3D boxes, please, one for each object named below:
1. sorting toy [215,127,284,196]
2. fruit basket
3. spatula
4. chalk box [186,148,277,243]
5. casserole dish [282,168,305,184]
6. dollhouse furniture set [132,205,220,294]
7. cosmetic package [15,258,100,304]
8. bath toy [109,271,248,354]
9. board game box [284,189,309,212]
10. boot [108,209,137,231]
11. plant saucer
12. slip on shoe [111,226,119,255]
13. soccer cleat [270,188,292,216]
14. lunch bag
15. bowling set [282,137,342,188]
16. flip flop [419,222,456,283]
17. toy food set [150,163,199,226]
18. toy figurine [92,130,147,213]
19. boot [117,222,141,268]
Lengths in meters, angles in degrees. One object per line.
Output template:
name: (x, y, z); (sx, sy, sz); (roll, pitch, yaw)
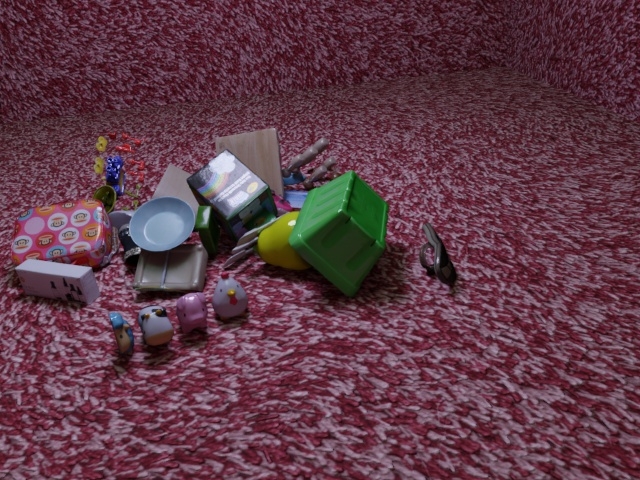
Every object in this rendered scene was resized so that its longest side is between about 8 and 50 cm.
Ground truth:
sorting toy: (-0.256, -0.275, 2.117); (0.255, 0.257, 0.089); (-5, 1, 20)
fruit basket: (0.000, 0.000, 1.638); (0.392, 0.283, 0.392); (-45, 14, 14)
spatula: (-0.191, -0.006, 1.733); (0.019, 0.168, 0.242); (46, 44, 14)
chalk box: (-0.264, -0.121, 1.814); (0.180, 0.179, 0.289); (-41, 65, -15)
casserole dish: (-0.156, -0.266, 2.313); (0.188, 0.037, 0.114); (-7, 29, -5)
dollhouse furniture set: (-0.434, 0.052, 1.708); (0.197, 0.151, 0.302); (1, 58, 1)
cosmetic package: (-0.769, 0.120, 1.627); (0.238, 0.099, 0.060); (5, 29, 20)
bath toy: (-0.349, 0.179, 1.418); (0.348, 0.129, 0.151); (-18, 30, -24)
board game box: (-0.044, -0.140, 2.068); (0.281, 0.027, 0.145); (6, 32, 21)
boot: (-0.619, -0.072, 1.988); (0.258, 0.095, 0.123); (8, 24, 6)
plant saucer: (-0.467, -0.043, 1.655); (0.194, 0.037, 0.195); (0, 58, 0)
slip on shoe: (-0.711, 0.012, 1.885); (0.051, 0.041, 0.135); (2, 43, -23)
soccer cleat: (-0.258, -0.141, 2.014); (0.331, 0.143, 0.116); (28, 12, 13)
lunch bag: (-0.822, 0.006, 1.777); (0.292, 0.120, 0.258); (-9, 55, -8)
bowling set: (-0.025, -0.269, 2.228); (0.154, 0.200, 0.287); (-38, 2, 38)
flip flop: (0.323, 0.042, 1.604); (0.080, 0.112, 0.277); (-28, 28, 13)
toy food set: (-0.495, -0.157, 2.051); (0.219, 0.092, 0.306); (27, 24, -17)
toy figurine: (-0.814, -0.232, 2.269); (0.191, 0.217, 0.363); (3, 70, -14)
boot: (-0.534, 0.014, 1.815); (0.236, 0.085, 0.179); (-4, 37, -20)
